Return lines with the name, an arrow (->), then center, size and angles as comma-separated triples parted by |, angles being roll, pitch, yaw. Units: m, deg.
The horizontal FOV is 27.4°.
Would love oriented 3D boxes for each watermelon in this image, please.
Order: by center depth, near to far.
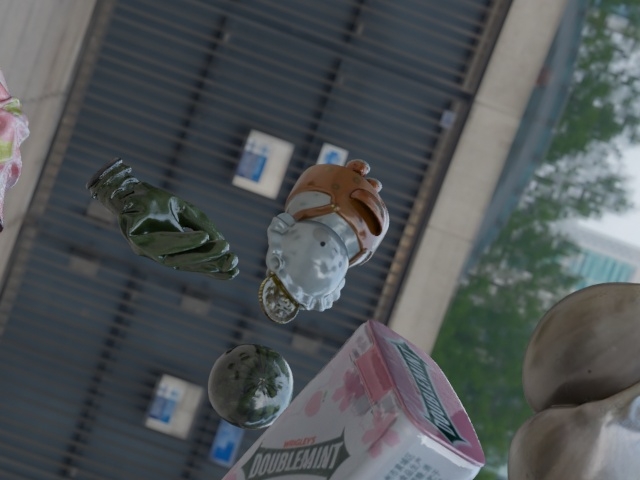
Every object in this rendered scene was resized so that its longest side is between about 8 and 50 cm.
watermelon -> -0.088, 0.182, 1.604 | 0.133, 0.105, 0.105 | 124, -15, -63

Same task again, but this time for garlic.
garlic -> 0.303, 0.184, 1.303 | 0.231, 0.246, 0.340 | -57, 167, -35

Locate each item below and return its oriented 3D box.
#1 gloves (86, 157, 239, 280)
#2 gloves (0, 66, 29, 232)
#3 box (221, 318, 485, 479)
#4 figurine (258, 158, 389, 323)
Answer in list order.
gloves -> -0.238, -0.021, 2.005 | 0.135, 0.268, 0.107 | -45, 167, -51
gloves -> -0.347, -0.126, 1.240 | 0.145, 0.126, 0.241 | -29, -123, 52
box -> -0.022, 0.265, 1.211 | 0.369, 0.112, 0.190 | -49, -156, 16
figurine -> -0.005, 0.000, 1.675 | 0.271, 0.143, 0.143 | -48, 174, -26
